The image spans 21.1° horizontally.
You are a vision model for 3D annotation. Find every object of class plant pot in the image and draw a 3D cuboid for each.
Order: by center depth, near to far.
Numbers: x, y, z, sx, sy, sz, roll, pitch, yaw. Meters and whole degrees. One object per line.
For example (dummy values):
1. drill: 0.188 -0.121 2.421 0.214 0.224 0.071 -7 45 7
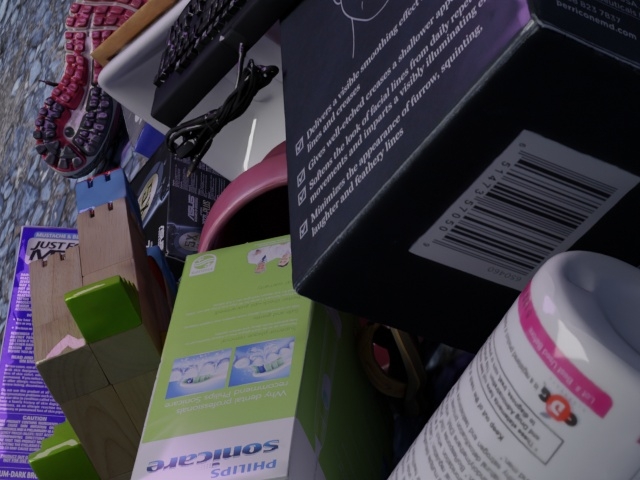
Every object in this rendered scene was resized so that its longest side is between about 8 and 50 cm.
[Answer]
1. plant pot: 0.000 0.000 1.450 0.201 0.201 0.180 -59 11 23

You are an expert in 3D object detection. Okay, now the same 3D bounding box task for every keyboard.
1. keyboard: -0.068 -0.176 1.387 0.317 0.033 0.201 -40 40 54

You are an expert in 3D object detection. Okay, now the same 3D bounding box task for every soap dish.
1. soap dish: -0.068 -0.181 1.679 0.291 0.229 0.118 -27 32 57

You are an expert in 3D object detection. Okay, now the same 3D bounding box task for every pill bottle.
1. pill bottle: 0.132 0.160 1.072 0.283 0.160 0.160 -57 28 26

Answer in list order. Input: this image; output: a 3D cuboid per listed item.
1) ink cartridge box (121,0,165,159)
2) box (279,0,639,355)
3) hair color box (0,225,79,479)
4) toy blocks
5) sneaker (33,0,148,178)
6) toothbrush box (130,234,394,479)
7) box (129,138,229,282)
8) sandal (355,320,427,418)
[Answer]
1. ink cartridge box: -0.147 -0.252 2.062 0.303 0.072 0.307 -59 24 20
2. box: 0.130 -0.162 1.253 0.293 0.212 0.395 -48 33 40
3. hair color box: -0.300 0.174 1.928 0.185 0.110 0.339 92 -177 -59
4. toy blocks: -0.164 0.117 1.573 0.191 0.381 0.261 -20 36 3
5. sneaker: -0.297 -0.227 2.303 0.112 0.121 0.299 74 -140 -80
6. toothbrush box: -0.033 0.159 1.264 0.122 0.206 0.283 -12 34 12
7. box: -0.168 -0.004 1.906 0.147 0.077 0.180 -45 35 42
8. sandal: 0.052 0.088 1.320 0.180 0.049 0.072 84 174 -60
